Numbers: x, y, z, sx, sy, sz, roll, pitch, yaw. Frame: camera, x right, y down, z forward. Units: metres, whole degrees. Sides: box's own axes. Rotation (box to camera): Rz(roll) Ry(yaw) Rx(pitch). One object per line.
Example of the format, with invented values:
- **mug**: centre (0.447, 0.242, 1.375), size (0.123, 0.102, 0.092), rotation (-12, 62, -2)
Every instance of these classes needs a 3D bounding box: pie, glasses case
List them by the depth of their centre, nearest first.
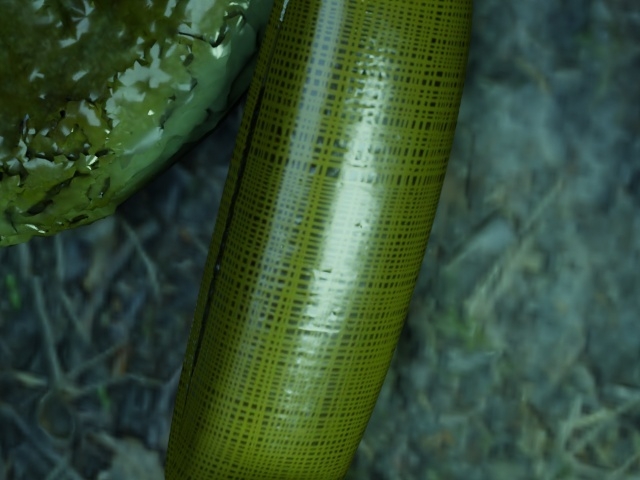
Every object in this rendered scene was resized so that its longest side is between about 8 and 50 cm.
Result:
- **glasses case**: centre (0.000, 0.000, 0.653), size (0.064, 0.079, 0.234), rotation (38, 117, 57)
- **pie**: centre (-0.136, -0.151, 0.691), size (0.296, 0.078, 0.371), rotation (43, 109, 10)
